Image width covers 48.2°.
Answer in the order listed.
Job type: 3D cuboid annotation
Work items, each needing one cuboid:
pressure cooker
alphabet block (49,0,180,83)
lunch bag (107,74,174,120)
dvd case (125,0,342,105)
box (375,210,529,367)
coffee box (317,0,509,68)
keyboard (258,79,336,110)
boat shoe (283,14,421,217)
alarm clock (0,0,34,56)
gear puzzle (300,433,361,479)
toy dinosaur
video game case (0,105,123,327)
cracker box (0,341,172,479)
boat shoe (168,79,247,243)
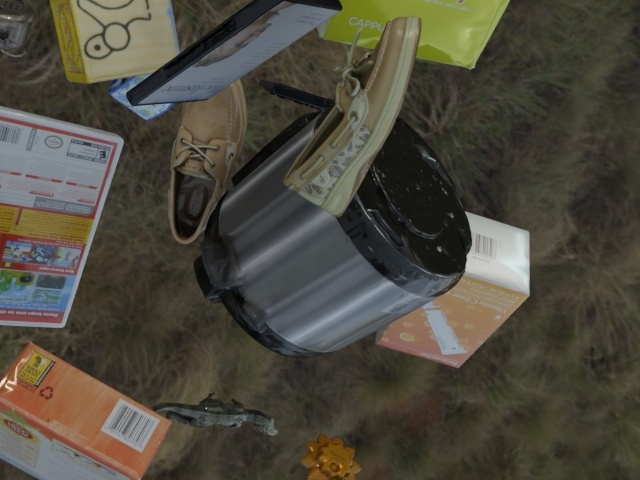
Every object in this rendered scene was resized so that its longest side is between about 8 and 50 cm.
[{"bbox_3d":[0.001,0.005,1.260,0.370,0.376,0.420,40,128,-21],"label":"pressure cooker"},{"bbox_3d":[-0.419,-0.429,1.459,0.197,0.193,0.193,-16,108,-27],"label":"alphabet block"},{"bbox_3d":[-0.405,-0.367,1.690,0.151,0.096,0.128,-42,135,12],"label":"lunch bag"},{"bbox_3d":[-0.108,-0.244,0.923,0.253,0.022,0.180,-26,-178,27],"label":"dvd case"},{"bbox_3d":[0.280,0.109,1.569,0.214,0.168,0.345,17,142,-5],"label":"box"},{"bbox_3d":[0.172,-0.578,1.355,0.337,0.335,0.338,5,135,-22],"label":"coffee box"},{"bbox_3d":[0.039,-0.273,1.498,0.317,0.201,0.033,12,100,-25],"label":"keyboard"},{"bbox_3d":[0.034,-0.142,0.841,0.089,0.105,0.285,23,132,-4],"label":"boat shoe"},{"bbox_3d":[-0.502,-0.342,1.098,0.129,0.192,0.064,-7,142,-49],"label":"alarm clock"},{"bbox_3d":[0.081,0.386,0.889,0.175,0.339,0.044,-4,141,-36],"label":"gear puzzle"},{"bbox_3d":[-0.206,0.299,1.242,0.268,0.118,0.064,11,80,-30],"label":"toy dinosaur"},{"bbox_3d":[-0.388,-0.022,0.910,0.204,0.025,0.285,10,109,-41],"label":"video game case"},{"bbox_3d":[-0.257,0.206,0.745,0.155,0.067,0.232,31,144,-6],"label":"cracker box"},{"bbox_3d":[-0.212,-0.152,1.318,0.121,0.110,0.341,13,119,0],"label":"boat shoe"}]
